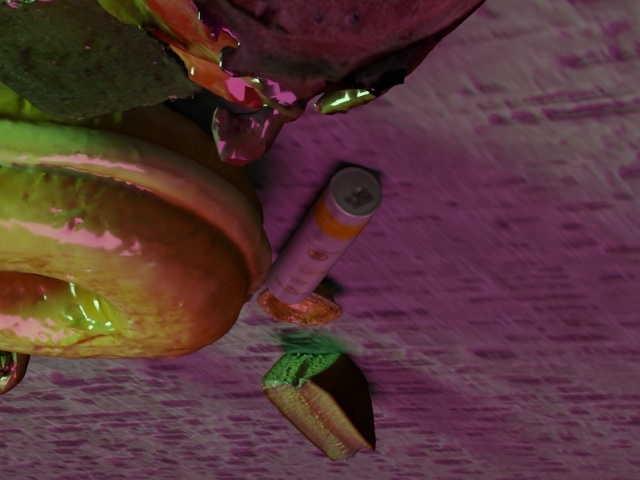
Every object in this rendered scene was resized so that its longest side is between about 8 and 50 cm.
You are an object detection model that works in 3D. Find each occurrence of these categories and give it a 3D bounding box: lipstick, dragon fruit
[{"bbox_3d":[0.000,0.000,1.528,0.059,0.059,0.264,15,154,-10],"label":"lipstick"},{"bbox_3d":[-0.042,-0.228,0.845,0.296,0.314,0.263,47,168,-20],"label":"dragon fruit"}]

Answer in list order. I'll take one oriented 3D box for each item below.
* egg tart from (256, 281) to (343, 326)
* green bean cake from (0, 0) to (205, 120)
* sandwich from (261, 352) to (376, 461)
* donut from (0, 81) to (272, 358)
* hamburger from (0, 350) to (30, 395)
[{"bbox_3d":[-0.023,0.069,1.702,0.105,0.039,0.105,8,155,4],"label":"egg tart"},{"bbox_3d":[-0.196,-0.186,1.165,0.181,0.094,0.173,-5,152,28],"label":"green bean cake"},{"bbox_3d":[0.005,0.211,1.934,0.094,0.096,0.258,-6,150,18],"label":"sandwich"},{"bbox_3d":[-0.266,-0.018,1.426,0.448,0.198,0.449,7,155,3],"label":"donut"},{"bbox_3d":[-0.426,0.112,1.830,0.131,0.159,0.185,24,125,-18],"label":"hamburger"}]
